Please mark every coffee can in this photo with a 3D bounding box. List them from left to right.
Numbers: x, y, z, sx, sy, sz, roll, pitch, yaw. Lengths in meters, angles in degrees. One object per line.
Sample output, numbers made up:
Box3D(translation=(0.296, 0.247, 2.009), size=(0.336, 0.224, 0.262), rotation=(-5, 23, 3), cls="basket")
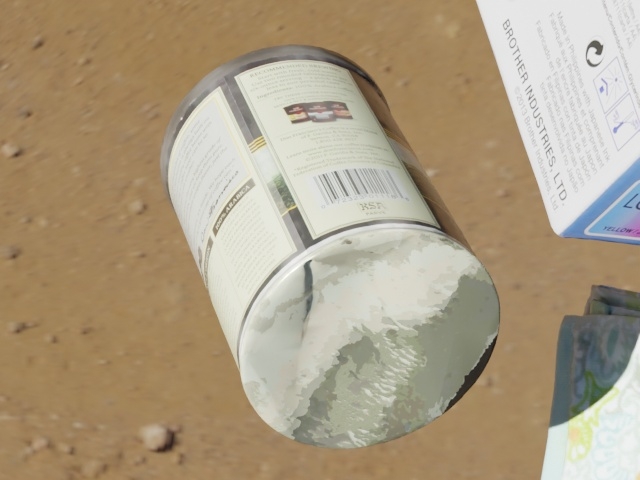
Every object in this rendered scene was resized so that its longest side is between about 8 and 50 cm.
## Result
Box3D(translation=(0.000, 0.000, 1.514), size=(0.201, 0.275, 0.201), rotation=(-9, 127, -13), cls="coffee can")

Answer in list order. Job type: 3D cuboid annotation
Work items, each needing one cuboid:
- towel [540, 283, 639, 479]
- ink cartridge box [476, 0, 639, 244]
Box3D(translation=(0.334, 0.238, 1.686), size=(0.090, 0.320, 0.374), rotation=(4, 92, -44), cls="towel")
Box3D(translation=(0.244, -0.206, 0.994), size=(0.151, 0.395, 0.270), rotation=(2, 58, -29), cls="ink cartridge box")
